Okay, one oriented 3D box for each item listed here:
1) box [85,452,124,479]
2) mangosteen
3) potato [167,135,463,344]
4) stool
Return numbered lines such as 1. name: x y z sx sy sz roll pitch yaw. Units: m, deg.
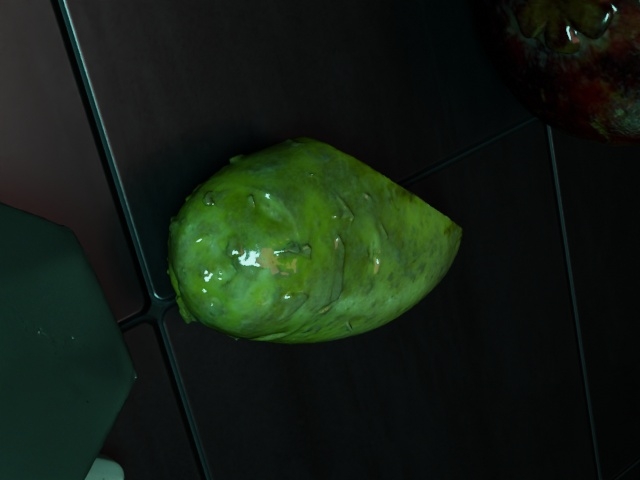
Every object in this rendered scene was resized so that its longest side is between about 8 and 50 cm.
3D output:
1. box: -0.270 0.188 0.818 0.244 0.055 0.103 22 86 -40
2. mangosteen: 0.309 -0.250 1.023 0.360 0.306 0.306 -28 116 -42
3. potato: 0.000 0.000 0.938 0.298 0.141 0.176 -6 117 -44
4. stool: -0.249 0.084 0.716 0.232 0.141 0.232 23 56 -38
